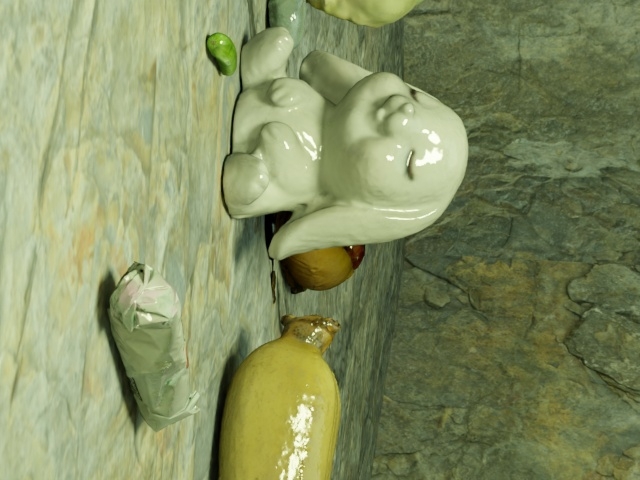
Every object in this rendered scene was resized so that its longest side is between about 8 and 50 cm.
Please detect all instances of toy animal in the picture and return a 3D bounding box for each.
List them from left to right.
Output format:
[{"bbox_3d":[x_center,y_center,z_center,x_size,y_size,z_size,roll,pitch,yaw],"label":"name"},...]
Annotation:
[{"bbox_3d":[0.037,-0.108,1.627,0.206,0.265,0.272,81,12,-62],"label":"toy animal"}]

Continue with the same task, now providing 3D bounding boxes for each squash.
[{"bbox_3d":[-0.100,-0.194,1.472,0.089,0.027,0.027,62,32,-78],"label":"squash"}]

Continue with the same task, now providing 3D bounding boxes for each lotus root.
[{"bbox_3d":[-0.049,0.225,1.603,0.146,0.131,0.303,72,25,-66],"label":"lotus root"}]

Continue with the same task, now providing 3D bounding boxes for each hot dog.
[{"bbox_3d":[0.001,-0.006,1.965,0.326,0.107,0.194,16,77,-81],"label":"hot dog"}]

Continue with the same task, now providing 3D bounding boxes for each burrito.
[{"bbox_3d":[-0.138,0.090,1.180,0.203,0.064,0.064,85,11,-53],"label":"burrito"}]

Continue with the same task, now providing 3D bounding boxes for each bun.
[{"bbox_3d":[-0.043,-0.279,1.772,0.083,0.045,0.083,6,90,-81],"label":"bun"}]

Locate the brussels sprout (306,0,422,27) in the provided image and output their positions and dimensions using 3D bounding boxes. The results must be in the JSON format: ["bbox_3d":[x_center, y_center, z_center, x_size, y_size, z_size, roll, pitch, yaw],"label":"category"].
[{"bbox_3d":[0.065,-0.448,1.803,0.344,0.268,0.344,-46,146,-44],"label":"brussels sprout"}]
